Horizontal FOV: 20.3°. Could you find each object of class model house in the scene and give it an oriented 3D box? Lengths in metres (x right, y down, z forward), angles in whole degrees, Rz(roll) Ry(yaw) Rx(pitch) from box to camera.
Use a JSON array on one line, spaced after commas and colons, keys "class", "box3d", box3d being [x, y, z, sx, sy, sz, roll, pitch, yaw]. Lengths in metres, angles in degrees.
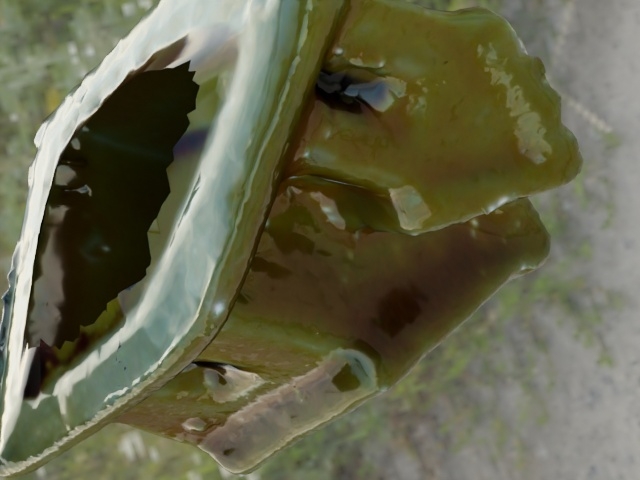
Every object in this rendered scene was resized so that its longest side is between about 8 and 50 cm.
[{"class": "model house", "box3d": [0.007, 0.001, 0.801, 0.268, 0.239, 0.173, -33, 53, 45]}]
